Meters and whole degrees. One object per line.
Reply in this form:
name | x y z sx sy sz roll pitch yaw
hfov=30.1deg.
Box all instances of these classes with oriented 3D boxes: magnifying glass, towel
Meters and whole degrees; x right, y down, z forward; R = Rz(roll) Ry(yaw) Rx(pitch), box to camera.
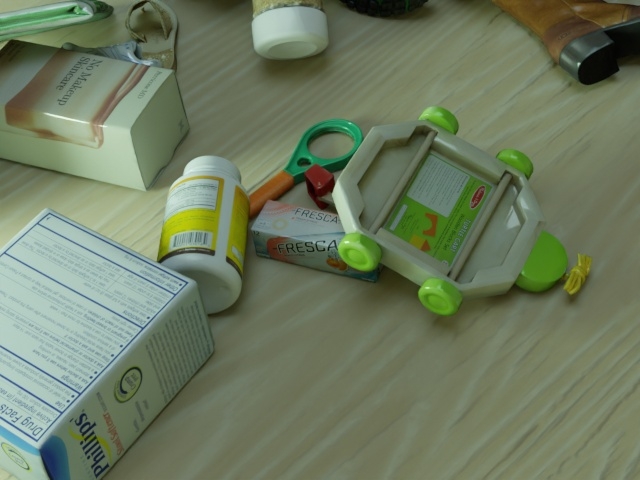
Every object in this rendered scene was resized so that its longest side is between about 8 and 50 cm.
magnifying glass | -0.029 -0.106 1.755 0.231 0.026 0.092 -38 54 -26
towel | -0.464 -0.346 1.908 0.248 0.038 0.325 -13 10 -3

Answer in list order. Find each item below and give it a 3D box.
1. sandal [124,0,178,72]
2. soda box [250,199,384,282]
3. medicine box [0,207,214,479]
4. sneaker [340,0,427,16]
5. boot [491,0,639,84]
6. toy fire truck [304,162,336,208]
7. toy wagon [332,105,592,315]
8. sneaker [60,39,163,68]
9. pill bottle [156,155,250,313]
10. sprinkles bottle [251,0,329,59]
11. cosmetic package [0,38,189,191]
sandal | -0.284 -0.364 1.986 0.088 0.079 0.240 -13 48 -3
soda box | 0.000 0.000 1.630 0.183 0.058 0.063 12 51 19
medicine box | -0.328 0.139 1.493 0.264 0.149 0.289 25 57 27
sneaker | 0.060 -0.491 2.013 0.344 0.134 0.146 29 57 30
boot | 0.448 -0.376 1.897 0.264 0.096 0.280 -29 44 -1
toy fire truck | 0.085 -0.067 1.684 0.135 0.047 0.192 -36 54 -22
toy wagon | 0.190 -0.021 1.576 0.344 0.068 0.267 30 58 5
sneaker | -0.331 -0.290 1.919 0.191 0.071 0.082 26 86 20
pill bottle | -0.158 -0.013 1.625 0.117 0.117 0.215 -2 48 7
sprinkles bottle | -0.063 -0.475 1.916 0.121 0.121 0.355 -6 80 3
cosmetic package | -0.370 -0.194 1.813 0.296 0.129 0.153 12 50 18
